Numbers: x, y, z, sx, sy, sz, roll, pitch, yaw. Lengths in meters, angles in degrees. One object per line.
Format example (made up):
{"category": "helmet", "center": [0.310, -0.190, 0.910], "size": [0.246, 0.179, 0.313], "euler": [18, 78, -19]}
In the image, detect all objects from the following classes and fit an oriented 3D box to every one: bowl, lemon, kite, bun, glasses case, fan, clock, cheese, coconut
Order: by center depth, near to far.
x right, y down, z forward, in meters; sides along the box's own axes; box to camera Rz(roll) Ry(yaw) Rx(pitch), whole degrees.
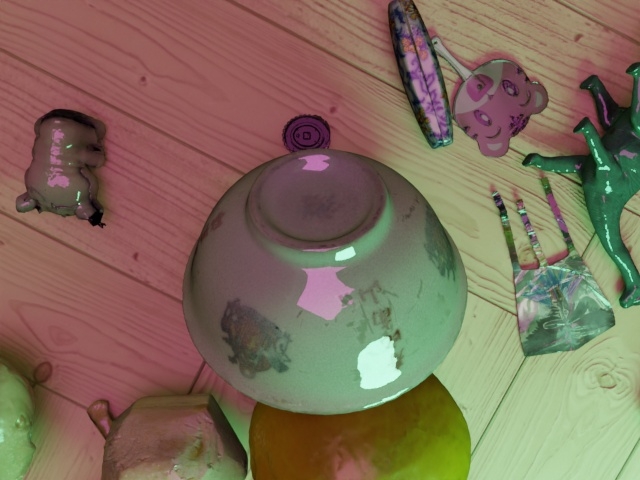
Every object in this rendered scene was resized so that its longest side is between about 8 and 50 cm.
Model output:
{"category": "bowl", "center": [0.000, 0.000, 0.893], "size": [0.435, 0.196, 0.434], "euler": [-2, 52, 2]}
{"category": "lemon", "center": [0.058, 0.316, 0.972], "size": [0.348, 0.348, 0.347], "euler": [0, 95, 0]}
{"category": "coconut", "center": [-0.228, 0.359, 1.034], "size": [0.241, 0.241, 0.241], "euler": [0, 95, 0]}
{"category": "glasses case", "center": [0.164, -0.271, 1.037], "size": [0.065, 0.087, 0.247], "euler": [-17, 94, 6]}
{"category": "bun", "center": [-0.566, 0.303, 1.056], "size": [0.259, 0.160, 0.259], "euler": [0, 90, 26]}
{"category": "fan", "center": [0.266, -0.259, 1.077], "size": [0.227, 0.008, 0.152], "euler": [42, 95, -4]}
{"category": "clock", "center": [-0.024, -0.178, 1.085], "size": [0.083, 0.010, 0.074], "euler": [1, 95, 0]}
{"category": "kite", "center": [0.401, 0.045, 1.101], "size": [0.169, 0.015, 0.309], "euler": [-15, 97, 2]}
{"category": "cheese", "center": [-0.375, 0.319, 1.123], "size": [0.044, 0.030, 0.083], "euler": [-34, 89, -17]}

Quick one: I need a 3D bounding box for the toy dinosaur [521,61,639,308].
{"category": "toy dinosaur", "center": [0.541, -0.118, 1.056], "size": [0.331, 0.129, 0.383], "euler": [41, 93, -14]}

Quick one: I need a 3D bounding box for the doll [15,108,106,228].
{"category": "doll", "center": [-0.423, -0.120, 1.053], "size": [0.149, 0.095, 0.191], "euler": [4, 92, -2]}
